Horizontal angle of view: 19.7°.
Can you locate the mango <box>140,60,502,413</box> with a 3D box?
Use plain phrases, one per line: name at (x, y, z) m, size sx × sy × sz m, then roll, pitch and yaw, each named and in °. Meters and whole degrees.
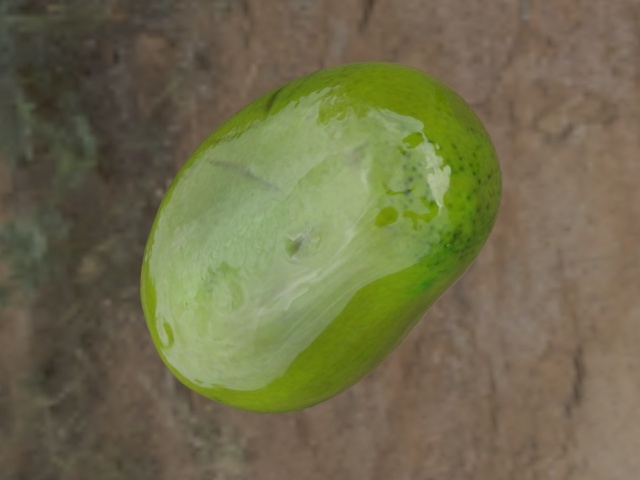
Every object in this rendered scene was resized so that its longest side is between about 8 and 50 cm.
mango at (-0.002, -0.005, 0.691) m, size 0.163 × 0.089 × 0.117 m, roll -41°, pitch 42°, yaw 28°
